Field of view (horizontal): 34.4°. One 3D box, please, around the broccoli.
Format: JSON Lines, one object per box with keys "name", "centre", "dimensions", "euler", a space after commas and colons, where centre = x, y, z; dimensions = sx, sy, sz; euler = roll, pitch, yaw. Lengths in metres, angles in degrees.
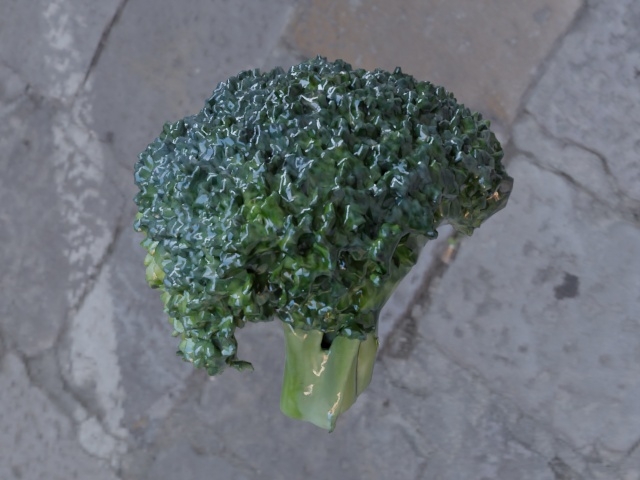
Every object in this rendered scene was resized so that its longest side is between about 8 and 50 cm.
{"name": "broccoli", "centre": [-0.012, -0.020, 0.854], "dimensions": [0.249, 0.375, 0.302], "euler": [38, 130, 10]}
